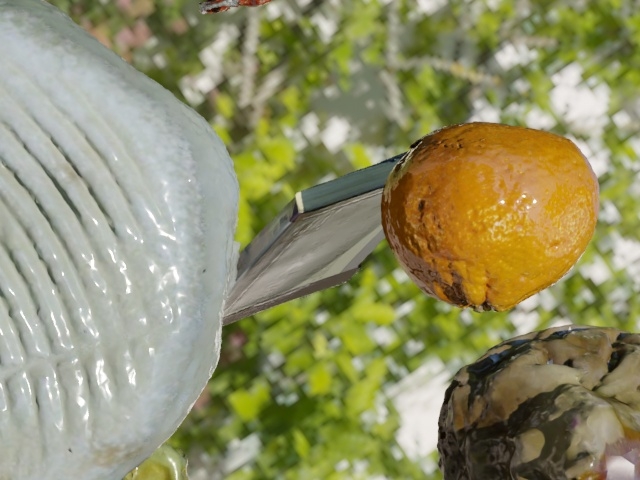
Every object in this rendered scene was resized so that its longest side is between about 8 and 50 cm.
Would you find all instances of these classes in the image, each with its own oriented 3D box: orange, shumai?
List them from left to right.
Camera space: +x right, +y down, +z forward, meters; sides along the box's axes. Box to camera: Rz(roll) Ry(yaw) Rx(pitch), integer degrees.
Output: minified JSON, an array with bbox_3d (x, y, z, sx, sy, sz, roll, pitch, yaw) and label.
[{"bbox_3d":[0.103,-0.015,1.116,0.135,0.118,0.135,13,4,-1],"label":"orange"},{"bbox_3d":[0.194,0.143,1.253,0.175,0.205,0.166,176,-93,-77],"label":"shumai"}]

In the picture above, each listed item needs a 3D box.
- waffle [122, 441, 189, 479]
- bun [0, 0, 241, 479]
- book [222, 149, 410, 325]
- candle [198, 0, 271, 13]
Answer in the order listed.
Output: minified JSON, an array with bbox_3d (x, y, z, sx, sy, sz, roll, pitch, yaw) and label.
[{"bbox_3d":[-0.167,0.262,1.470,0.297,0.073,0.317,-26,-107,57],"label":"waffle"},{"bbox_3d":[-0.220,0.016,1.195,0.354,0.354,0.194,56,4,4],"label":"bun"},{"bbox_3d":[0.000,-0.001,1.302,0.026,0.157,0.231,64,-33,13],"label":"book"},{"bbox_3d":[-0.017,-0.205,1.359,0.053,0.162,0.048,63,0,-39],"label":"candle"}]
